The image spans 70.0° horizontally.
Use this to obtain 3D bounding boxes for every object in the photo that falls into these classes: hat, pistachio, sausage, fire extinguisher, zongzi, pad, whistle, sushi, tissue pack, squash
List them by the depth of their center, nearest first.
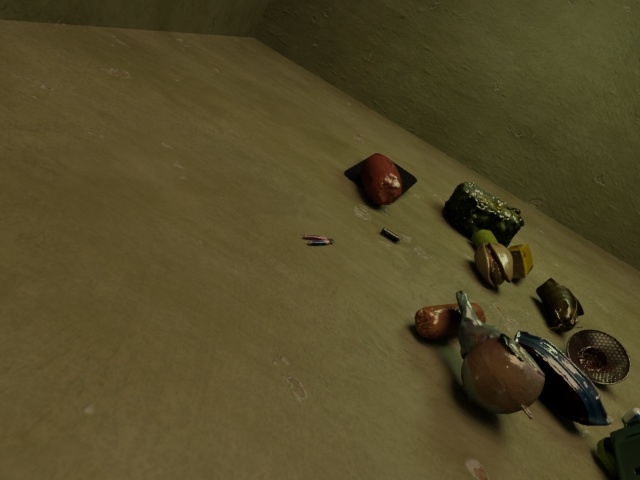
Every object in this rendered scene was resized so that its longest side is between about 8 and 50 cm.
[{"bbox_3d":[0.392,0.272,1.094,0.189,0.189,0.347,15,35,-29],"label":"whistle"},{"bbox_3d":[0.360,0.216,1.254,0.289,0.086,0.086,2,39,-42],"label":"sausage"},{"bbox_3d":[0.906,0.397,1.518,0.193,0.082,0.192,-2,53,2],"label":"hat"},{"bbox_3d":[0.251,-0.013,1.603,0.083,0.025,0.038,31,65,1],"label":"fire extinguisher"},{"bbox_3d":[0.948,0.287,1.717,0.241,0.111,0.247,32,31,-11],"label":"zongzi"},{"bbox_3d":[0.658,0.088,1.730,0.144,0.143,0.215,25,37,-12],"label":"pistachio"},{"bbox_3d":[0.241,-0.245,1.838,0.152,0.152,0.279,21,31,-18],"label":"sausage"},{"bbox_3d":[0.823,0.084,1.896,0.169,0.082,0.119,-15,94,-55],"label":"tissue pack"},{"bbox_3d":[0.706,0.039,1.909,0.095,0.095,0.187,22,32,-17],"label":"squash"},{"bbox_3d":[0.240,-0.284,2.053,0.315,0.063,0.375,39,38,12],"label":"pad"},{"bbox_3d":[0.749,-0.112,2.096,0.352,0.178,0.294,29,26,-4],"label":"sushi"}]

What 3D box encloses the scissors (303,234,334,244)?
[{"bbox_3d":[0.000,0.000,1.337,0.114,0.012,0.039,3,38,-43],"label":"scissors"}]

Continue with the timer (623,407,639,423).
[{"bbox_3d":[1.015,0.584,1.302,0.254,0.078,0.178,23,27,-14],"label":"timer"}]

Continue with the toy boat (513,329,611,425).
[{"bbox_3d":[0.645,0.366,1.236,0.143,0.129,0.309,-12,49,-34],"label":"toy boat"}]

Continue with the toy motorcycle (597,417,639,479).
[{"bbox_3d":[0.770,0.570,0.995,0.200,0.191,0.326,31,42,-9],"label":"toy motorcycle"}]
